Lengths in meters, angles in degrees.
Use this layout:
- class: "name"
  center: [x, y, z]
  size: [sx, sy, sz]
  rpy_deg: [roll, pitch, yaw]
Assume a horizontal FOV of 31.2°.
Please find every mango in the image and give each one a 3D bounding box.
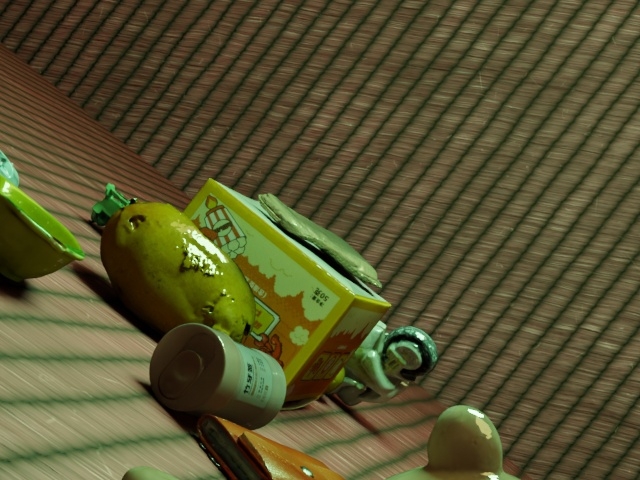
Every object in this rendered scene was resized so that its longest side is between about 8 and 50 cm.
- class: "mango"
  center: [-0.195, 0.056, 1.534]
  size: [0.248, 0.151, 0.156]
  rpy_deg: [46, -38, 0]

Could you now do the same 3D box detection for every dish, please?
- class: "dish"
  center: [-0.341, -0.006, 1.261]
  size: [0.149, 0.080, 0.208]
  rpy_deg: [41, -1, -37]

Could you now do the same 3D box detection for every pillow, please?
- class: "pillow"
  center: [-0.001, -0.002, 1.700]
  size: [0.211, 0.034, 0.135]
  rpy_deg: [34, 9, -32]

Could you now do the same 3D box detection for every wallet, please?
- class: "wallet"
  center: [-0.032, 0.258, 1.240]
  size: [0.204, 0.045, 0.142]
  rpy_deg: [35, 4, -46]

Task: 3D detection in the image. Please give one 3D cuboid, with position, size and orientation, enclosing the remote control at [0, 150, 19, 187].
- class: "remote control"
  center: [-0.542, -0.182, 1.747]
  size: [0.293, 0.051, 0.103]
  rpy_deg: [44, -10, 40]

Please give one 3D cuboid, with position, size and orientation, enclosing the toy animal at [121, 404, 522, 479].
- class: "toy animal"
  center: [0.061, 0.233, 0.740]
  size: [0.345, 0.247, 0.277]
  rpy_deg: [39, 1, 20]

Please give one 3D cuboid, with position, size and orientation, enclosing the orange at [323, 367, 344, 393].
- class: "orange"
  center: [-0.002, 0.217, 1.936]
  size: [0.095, 0.085, 0.085]
  rpy_deg: [39, 2, -37]

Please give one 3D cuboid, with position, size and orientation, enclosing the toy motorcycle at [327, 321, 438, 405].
- class: "toy motorcycle"
  center: [0.038, 0.190, 2.021]
  size: [0.341, 0.223, 0.108]
  rpy_deg: [24, 39, 17]

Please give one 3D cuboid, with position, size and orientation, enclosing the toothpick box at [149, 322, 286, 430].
- class: "toothpick box"
  center: [-0.114, 0.157, 1.297]
  size: [0.098, 0.098, 0.149]
  rpy_deg: [40, 2, 30]

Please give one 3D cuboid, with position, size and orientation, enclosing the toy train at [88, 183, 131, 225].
- class: "toy train"
  center: [-0.322, -0.030, 1.918]
  size: [0.099, 0.081, 0.149]
  rpy_deg: [38, 3, 24]

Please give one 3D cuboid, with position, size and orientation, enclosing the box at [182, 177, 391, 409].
- class: "box"
  center: [-0.085, 0.085, 1.709]
  size: [0.283, 0.214, 0.259]
  rpy_deg: [38, 5, 15]
